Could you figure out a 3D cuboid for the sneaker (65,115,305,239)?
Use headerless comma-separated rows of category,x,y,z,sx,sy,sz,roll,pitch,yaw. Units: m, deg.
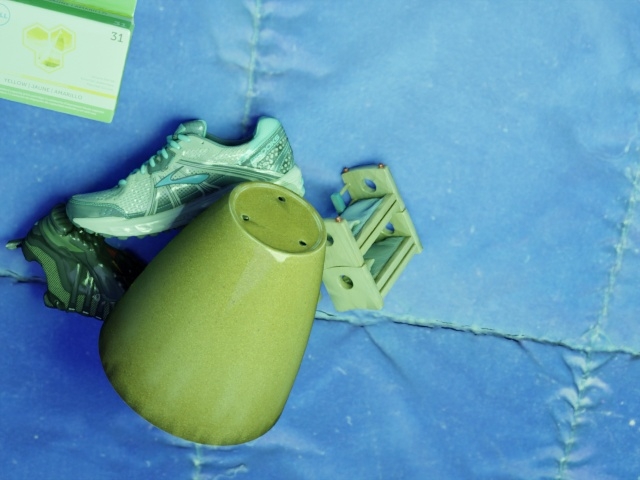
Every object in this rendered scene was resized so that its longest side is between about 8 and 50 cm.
sneaker,-0.166,-0.082,1.813,0.283,0.110,0.122,-11,105,-3

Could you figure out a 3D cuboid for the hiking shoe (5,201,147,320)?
hiking shoe,-0.281,0.058,1.891,0.114,0.086,0.227,-29,109,28

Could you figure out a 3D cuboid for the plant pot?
plant pot,-0.098,0.064,1.730,0.237,0.237,0.254,22,128,-12

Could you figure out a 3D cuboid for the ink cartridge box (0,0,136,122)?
ink cartridge box,-0.294,-0.264,1.730,0.171,0.056,0.235,13,118,-7

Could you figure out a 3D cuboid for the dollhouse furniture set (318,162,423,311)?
dollhouse furniture set,0.000,0.000,1.855,0.184,0.129,0.129,-5,121,35
